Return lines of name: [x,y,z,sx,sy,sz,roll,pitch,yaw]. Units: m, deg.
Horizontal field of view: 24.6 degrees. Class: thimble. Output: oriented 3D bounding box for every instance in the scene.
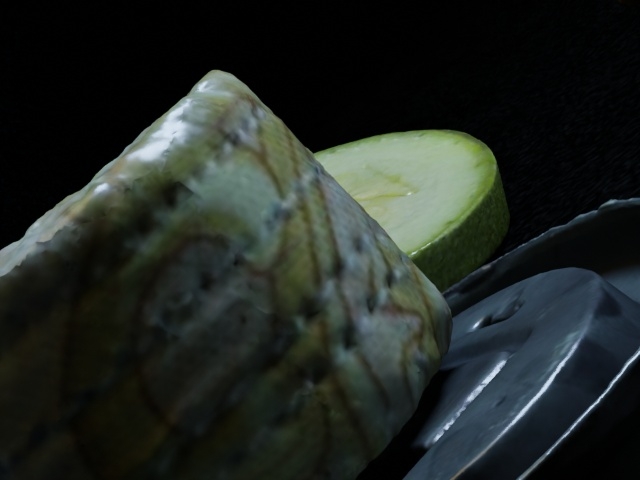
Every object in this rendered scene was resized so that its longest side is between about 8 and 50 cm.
thimble: [-0.057,0.042,0.555,0.190,0.143,0.137,-43,9,-25]

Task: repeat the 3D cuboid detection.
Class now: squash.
squash: [0.000,0.000,0.969,0.252,0.049,0.252,-16,21,6]

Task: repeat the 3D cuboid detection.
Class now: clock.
clock: [0.043,0.090,0.559,0.280,0.055,0.280,-38,7,6]

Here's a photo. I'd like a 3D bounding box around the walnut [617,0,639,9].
walnut: [0.258,-0.217,0.783,0.209,0.209,0.336,-45,-1,-37]
